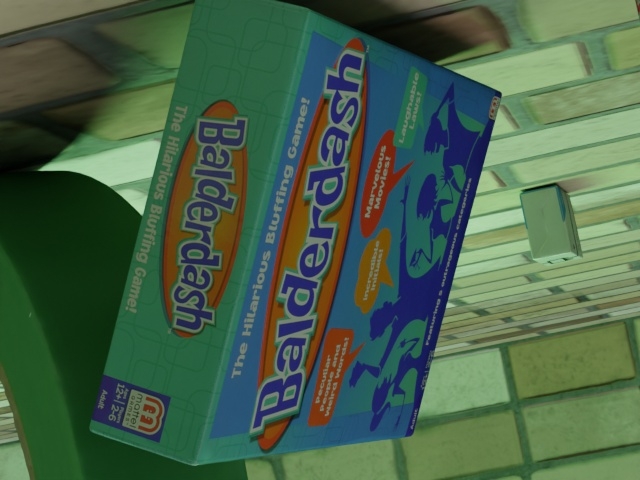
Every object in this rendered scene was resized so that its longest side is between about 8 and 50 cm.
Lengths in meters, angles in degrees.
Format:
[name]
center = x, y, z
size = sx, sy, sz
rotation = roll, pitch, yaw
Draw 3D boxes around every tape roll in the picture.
[tape roll]
center = -0.143, 0.129, 0.815
size = 0.077, 0.321, 0.321
rotation = -4, 170, -33

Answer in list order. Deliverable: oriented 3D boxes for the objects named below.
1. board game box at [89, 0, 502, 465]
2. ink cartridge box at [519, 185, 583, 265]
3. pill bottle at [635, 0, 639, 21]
[board game box]
center = 0.000, 0.000, 0.683
size = 0.047, 0.160, 0.210
rotation = 16, -176, 24
[ink cartridge box]
center = 0.164, -0.009, 1.232
size = 0.028, 0.048, 0.083
rotation = -13, 173, 14
[pill bottle]
center = 0.166, -0.040, 0.618
size = 0.087, 0.160, 0.087
rotation = -11, 172, -2
